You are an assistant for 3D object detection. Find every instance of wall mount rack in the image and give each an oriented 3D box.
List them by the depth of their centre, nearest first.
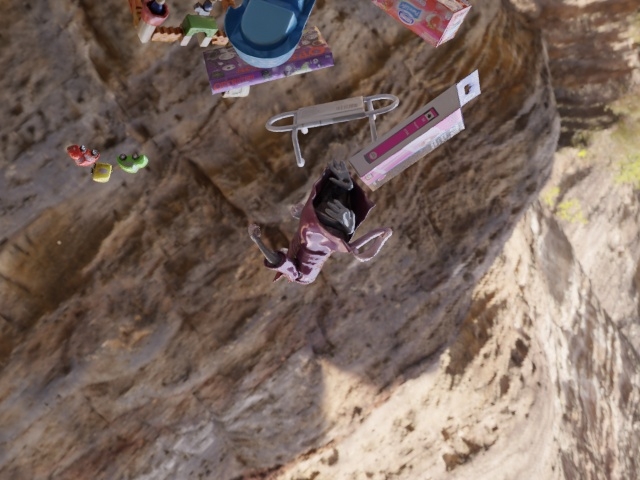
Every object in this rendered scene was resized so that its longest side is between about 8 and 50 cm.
[{"bbox_3d":[0.039,-0.311,1.836,0.350,0.130,0.304,-9,-150,6],"label":"wall mount rack"}]

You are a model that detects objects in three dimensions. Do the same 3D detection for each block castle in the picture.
[{"bbox_3d":[-0.433,-0.845,2.354,0.453,0.302,0.213,-8,162,-37],"label":"block castle"}]

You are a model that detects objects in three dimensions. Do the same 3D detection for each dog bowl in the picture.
[{"bbox_3d":[-0.096,-0.504,1.477,0.166,0.074,0.297,20,-104,2],"label":"dog bowl"}]

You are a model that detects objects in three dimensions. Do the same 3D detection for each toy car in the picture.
[{"bbox_3d":[-0.668,-0.243,2.205,0.225,0.239,0.053,-2,-107,3],"label":"toy car"}]

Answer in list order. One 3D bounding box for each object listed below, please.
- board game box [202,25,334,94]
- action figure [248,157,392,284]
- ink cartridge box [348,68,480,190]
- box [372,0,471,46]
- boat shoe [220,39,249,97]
[{"bbox_3d":[-0.153,-0.517,1.947,0.347,0.056,0.208,-15,-136,-5],"label":"board game box"},{"bbox_3d":[0.000,0.000,1.586,0.276,0.370,0.248,40,-135,10],"label":"action figure"},{"bbox_3d":[0.248,-0.263,1.687,0.371,0.176,0.069,-37,-105,8],"label":"ink cartridge box"},{"bbox_3d":[0.302,-0.713,2.057,0.257,0.122,0.128,39,-136,12],"label":"box"},{"bbox_3d":[-0.292,-0.605,2.303,0.098,0.302,0.109,-14,-124,-20],"label":"boat shoe"}]
